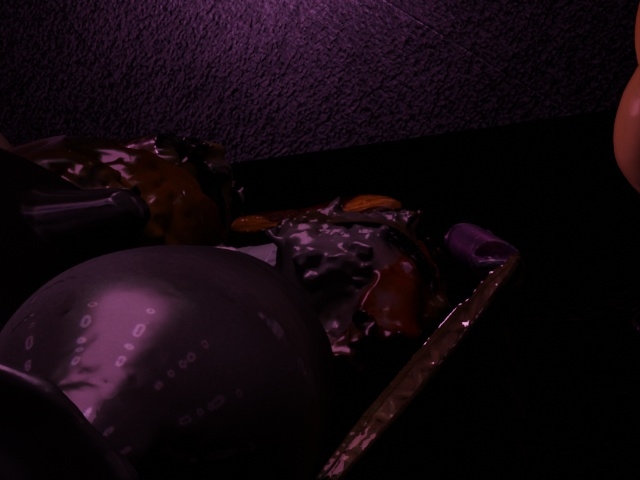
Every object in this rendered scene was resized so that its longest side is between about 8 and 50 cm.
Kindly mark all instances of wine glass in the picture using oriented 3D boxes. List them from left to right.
[{"bbox_3d":[-0.071,0.069,0.595,0.126,0.126,0.241,-8,7,15],"label":"wine glass"}]

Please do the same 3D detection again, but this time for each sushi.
[{"bbox_3d":[-0.148,-0.002,1.379,0.131,0.139,0.291,9,-9,-28],"label":"sushi"},{"bbox_3d":[0.016,0.028,0.964,0.097,0.103,0.226,-25,1,12],"label":"sushi"}]

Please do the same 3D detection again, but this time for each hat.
[{"bbox_3d":[0.051,0.080,0.647,0.146,0.067,0.146,-50,-1,-2],"label":"hat"}]

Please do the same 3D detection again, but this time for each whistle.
[{"bbox_3d":[0.115,0.008,1.263,0.033,0.033,0.176,-10,7,-3],"label":"whistle"}]

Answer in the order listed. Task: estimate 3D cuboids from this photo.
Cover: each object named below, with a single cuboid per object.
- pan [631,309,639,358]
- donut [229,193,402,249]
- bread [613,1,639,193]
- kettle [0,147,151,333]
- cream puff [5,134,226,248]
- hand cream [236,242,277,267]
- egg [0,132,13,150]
[{"bbox_3d":[0.193,0.045,0.776,0.115,0.040,0.212,-7,0,14],"label":"pan"},{"bbox_3d":[0.000,0.000,1.386,0.140,0.059,0.140,-9,6,1],"label":"donut"},{"bbox_3d":[0.407,-0.103,1.161,0.424,0.329,0.245,-4,49,37],"label":"bread"},{"bbox_3d":[-0.217,0.054,0.749,0.268,0.207,0.290,-38,-19,35],"label":"kettle"},{"bbox_3d":[-0.184,0.027,0.996,0.269,0.154,0.241,-12,6,-3],"label":"cream puff"},{"bbox_3d":[-0.103,0.040,1.251,0.205,0.050,0.078,-11,2,24],"label":"hand cream"},{"bbox_3d":[-0.382,-0.033,1.659,0.189,0.188,0.254,-15,3,-39],"label":"egg"}]
